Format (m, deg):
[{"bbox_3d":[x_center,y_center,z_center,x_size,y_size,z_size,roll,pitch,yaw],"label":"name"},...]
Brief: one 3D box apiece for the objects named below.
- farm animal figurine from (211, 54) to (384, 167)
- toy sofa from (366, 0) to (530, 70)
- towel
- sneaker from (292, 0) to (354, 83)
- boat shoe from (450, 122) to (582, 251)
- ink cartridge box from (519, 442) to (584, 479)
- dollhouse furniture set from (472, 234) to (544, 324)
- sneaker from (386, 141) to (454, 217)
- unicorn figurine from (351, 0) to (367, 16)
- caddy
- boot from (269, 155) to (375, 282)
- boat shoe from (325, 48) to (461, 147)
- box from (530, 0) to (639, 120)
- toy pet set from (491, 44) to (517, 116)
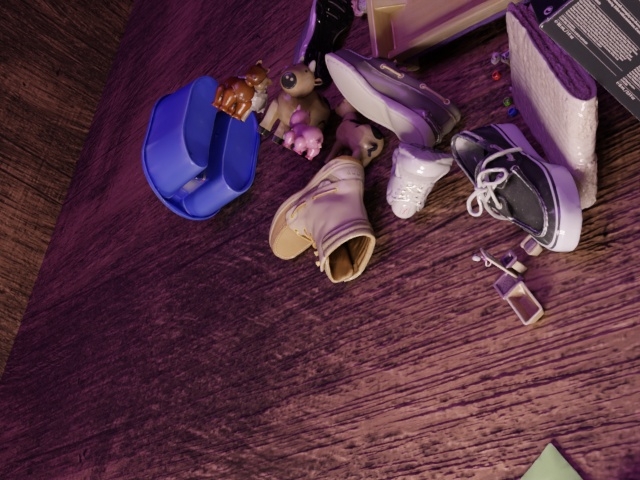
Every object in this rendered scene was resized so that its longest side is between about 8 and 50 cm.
[{"bbox_3d":[-0.028,-0.259,1.697,0.172,0.330,0.327,-60,2,3],"label":"farm animal figurine"},{"bbox_3d":[0.261,-0.430,1.515,0.363,0.177,0.150,-18,74,48],"label":"toy sofa"},{"bbox_3d":[0.317,-0.194,1.179,0.049,0.187,0.282,-16,43,3],"label":"towel"},{"bbox_3d":[-0.007,-0.464,1.955,0.108,0.100,0.271,-14,53,57],"label":"sneaker"},{"bbox_3d":[0.256,-0.080,1.184,0.306,0.105,0.113,-106,16,-54],"label":"boat shoe"},{"bbox_3d":[0.247,0.344,0.925,0.171,0.056,0.235,-54,33,10],"label":"ink cartridge box"},{"bbox_3d":[0.258,0.044,1.139,0.091,0.081,0.114,-49,32,17],"label":"dollhouse furniture set"},{"bbox_3d":[0.152,-0.091,1.375,0.232,0.090,0.115,-11,-64,-88],"label":"sneaker"},{"bbox_3d":[0.125,-0.543,1.879,0.162,0.060,0.111,-50,28,48],"label":"unicorn figurine"},{"bbox_3d":[-0.284,-0.211,2.000,0.179,0.241,0.341,-27,43,36],"label":"caddy"},{"bbox_3d":[0.000,0.000,1.547,0.262,0.095,0.203,-44,40,33],"label":"boot"},{"bbox_3d":[0.122,-0.263,1.527,0.091,0.109,0.305,-38,52,-11],"label":"boat shoe"},{"bbox_3d":[0.400,-0.265,1.024,0.184,0.261,0.103,-37,37,32],"label":"box"},{"bbox_3d":[0.308,-0.280,1.363,0.114,0.065,0.122,-42,35,26],"label":"toy pet set"}]
